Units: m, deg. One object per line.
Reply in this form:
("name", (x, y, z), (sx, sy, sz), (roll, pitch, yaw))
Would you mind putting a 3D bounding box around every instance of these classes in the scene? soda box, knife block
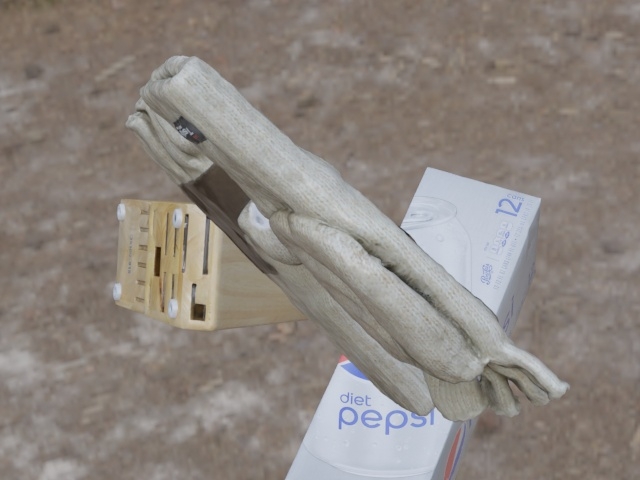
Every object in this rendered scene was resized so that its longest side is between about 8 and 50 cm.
("soda box", (0.068, 0.091, 0.998), (0.091, 0.098, 0.286), (17, 58, 16))
("knife block", (-0.030, 0.017, 1.132), (0.242, 0.088, 0.276), (2, 2, -22))

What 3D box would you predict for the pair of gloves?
("pair of gloves", (0.000, 0.000, 0.630), (0.042, 0.204, 0.240), (-46, 6, -9))
